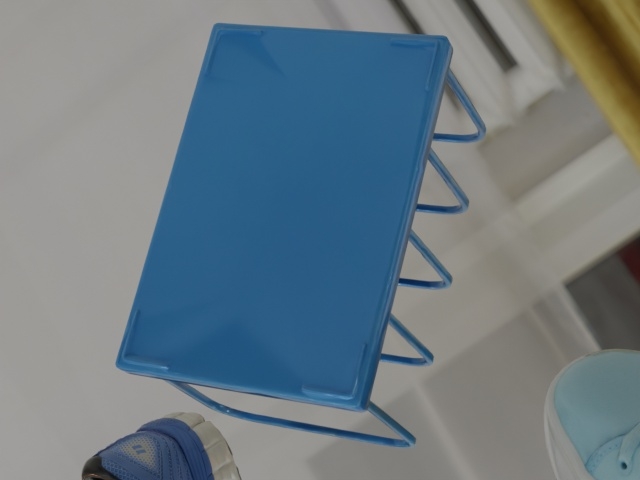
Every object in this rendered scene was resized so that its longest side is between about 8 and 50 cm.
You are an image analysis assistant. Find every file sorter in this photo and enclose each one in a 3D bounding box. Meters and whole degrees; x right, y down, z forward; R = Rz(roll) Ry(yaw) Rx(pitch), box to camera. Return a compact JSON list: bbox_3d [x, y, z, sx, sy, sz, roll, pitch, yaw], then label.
[{"bbox_3d":[0.000,0.000,0.725,0.118,0.170,0.104,7,163,24],"label":"file sorter"}]

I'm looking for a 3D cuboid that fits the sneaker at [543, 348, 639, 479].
[{"bbox_3d":[0.246,0.113,0.739,0.135,0.366,0.150,-28,127,-27],"label":"sneaker"}]

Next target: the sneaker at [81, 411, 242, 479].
[{"bbox_3d":[-0.114,0.315,1.319,0.147,0.330,0.130,-14,158,-35],"label":"sneaker"}]
